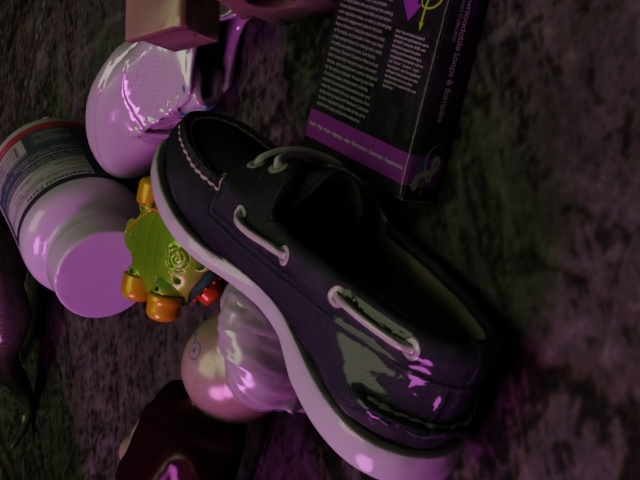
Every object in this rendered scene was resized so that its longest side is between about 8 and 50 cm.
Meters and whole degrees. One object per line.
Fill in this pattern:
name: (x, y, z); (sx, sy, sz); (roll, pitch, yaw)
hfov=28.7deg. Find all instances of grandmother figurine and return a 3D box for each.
grandmother figurine: (-0.107, 0.167, 0.794); (0.342, 0.104, 0.208); (-56, 34, 14)

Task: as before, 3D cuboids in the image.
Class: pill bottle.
pill bottle: (-0.203, -0.018, 1.038); (0.180, 0.107, 0.108); (51, 127, 49)

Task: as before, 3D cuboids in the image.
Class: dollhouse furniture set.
dollhouse furniture set: (-0.075, -0.235, 0.821); (0.160, 0.101, 0.182); (-7, 78, 36)

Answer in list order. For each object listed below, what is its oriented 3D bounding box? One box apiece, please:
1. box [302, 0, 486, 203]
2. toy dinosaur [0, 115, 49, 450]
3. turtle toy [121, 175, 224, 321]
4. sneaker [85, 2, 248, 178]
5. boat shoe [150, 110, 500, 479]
box: (0.045, -0.115, 0.725); (0.116, 0.029, 0.162); (33, 115, 55)
toy dinosaur: (-0.322, 0.043, 1.214); (0.160, 0.121, 0.314); (157, 119, -70)
turtle toy: (-0.104, 0.003, 0.912); (0.130, 0.066, 0.095); (27, 108, 57)
sneaker: (-0.110, -0.116, 0.942); (0.094, 0.080, 0.212); (54, 129, 32)
boat shoe: (0.000, 0.000, 0.709); (0.302, 0.114, 0.091); (47, 128, 36)
